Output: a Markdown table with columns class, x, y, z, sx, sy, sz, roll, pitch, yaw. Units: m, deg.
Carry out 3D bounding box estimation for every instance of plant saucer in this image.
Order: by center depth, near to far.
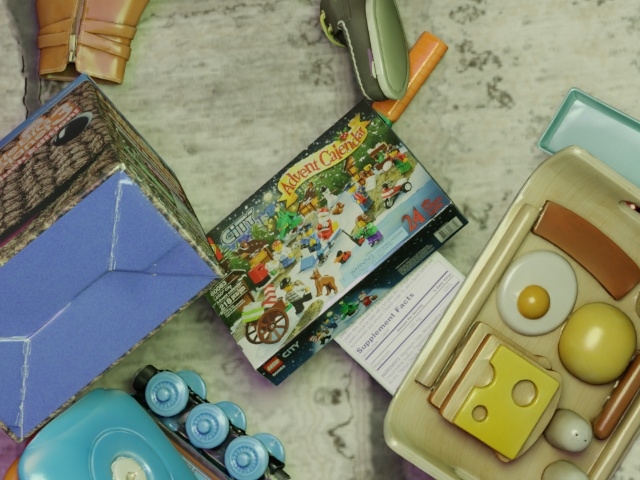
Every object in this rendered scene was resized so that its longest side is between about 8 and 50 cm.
| class | x | y | z | sx | sy | sz | roll | pitch | yaw |
| --- | --- | --- | --- | --- | --- | --- | --- | --- | --- |
| plant saucer | 0.293 | -0.067 | 1.656 | 0.192 | 0.018 | 0.067 | 30 | 85 | 19 |

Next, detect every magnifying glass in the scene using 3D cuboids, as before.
| class | x | y | z | sx | sy | sz | roll | pitch | yaw |
| --- | --- | --- | --- | --- | --- | --- | --- | --- | --- |
| magnifying glass | 0.045 | -0.100 | 1.764 | 0.092 | 0.026 | 0.231 | 35 | 89 | 17 |

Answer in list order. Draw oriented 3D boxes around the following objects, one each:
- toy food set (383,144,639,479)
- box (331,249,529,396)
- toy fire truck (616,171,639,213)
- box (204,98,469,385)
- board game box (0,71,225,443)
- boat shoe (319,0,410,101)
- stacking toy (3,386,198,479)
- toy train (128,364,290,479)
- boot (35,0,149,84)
| class | x | y | z | sx | sy | sz | roll | pitch | yaw |
| --- | --- | --- | --- | --- | --- | --- | --- | --- | --- |
| toy food set | 0.220 | 0.103 | 1.597 | 0.219 | 0.092 | 0.306 | 33 | 86 | -15 |
| box | 0.103 | 0.093 | 1.685 | 0.137 | 0.072 | 0.126 | 43 | 89 | 16 |
| toy fire truck | 0.357 | -0.075 | 1.678 | 0.135 | 0.047 | 0.192 | 28 | 85 | 18 |
| box | 0.000 | 0.000 | 1.692 | 0.233 | 0.044 | 0.159 | -41 | 53 | 4 |
| board game box | -0.240 | 0.006 | 1.654 | 0.232 | 0.291 | 0.141 | -39 | 114 | 2 |
| boat shoe | 0.034 | -0.225 | 1.755 | 0.068 | 0.081 | 0.228 | -17 | 62 | 19 |
| stacking toy | -0.259 | 0.278 | 1.672 | 0.302 | 0.175 | 0.166 | -38 | 90 | 35 |
| toy train | -0.115 | 0.196 | 1.713 | 0.184 | 0.080 | 0.105 | 38 | 98 | 14 |
| boot | -0.190 | -0.229 | 1.817 | 0.197 | 0.073 | 0.152 | -1 | 77 | 24 |
